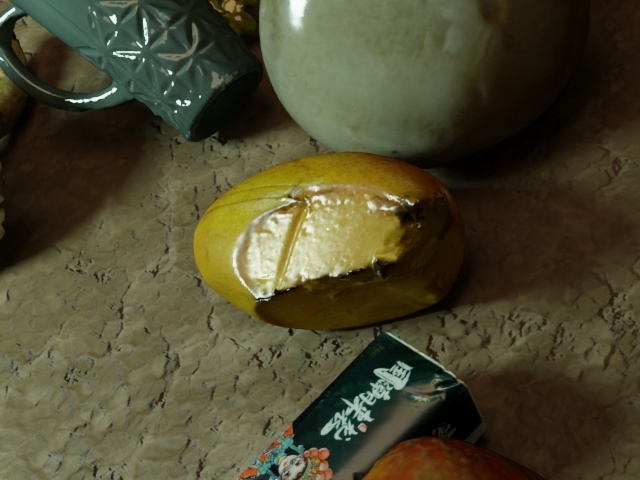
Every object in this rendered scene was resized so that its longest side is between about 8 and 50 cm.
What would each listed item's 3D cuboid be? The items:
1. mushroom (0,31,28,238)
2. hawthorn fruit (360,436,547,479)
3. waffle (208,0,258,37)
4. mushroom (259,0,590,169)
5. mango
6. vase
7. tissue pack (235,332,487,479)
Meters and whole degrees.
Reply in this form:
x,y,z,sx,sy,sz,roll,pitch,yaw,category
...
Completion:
x,y,z,sx,sy,sz,roll,pitch,yaw,category
-0.354,-0.104,1.541,0.233,0.208,0.301,47,64,4,mushroom
0.109,0.250,0.965,0.210,0.210,0.262,-43,54,-13,hawthorn fruit
-0.161,-0.239,1.600,0.194,0.051,0.149,-11,70,10,waffle
0.091,-0.216,1.376,0.292,0.292,0.290,-20,16,9,mushroom
0.000,0.000,1.293,0.252,0.126,0.154,0,62,35,mango
-0.200,-0.221,1.510,0.301,0.156,0.251,43,110,12,vase
0.030,0.160,1.157,0.170,0.090,0.103,-44,44,-15,tissue pack
